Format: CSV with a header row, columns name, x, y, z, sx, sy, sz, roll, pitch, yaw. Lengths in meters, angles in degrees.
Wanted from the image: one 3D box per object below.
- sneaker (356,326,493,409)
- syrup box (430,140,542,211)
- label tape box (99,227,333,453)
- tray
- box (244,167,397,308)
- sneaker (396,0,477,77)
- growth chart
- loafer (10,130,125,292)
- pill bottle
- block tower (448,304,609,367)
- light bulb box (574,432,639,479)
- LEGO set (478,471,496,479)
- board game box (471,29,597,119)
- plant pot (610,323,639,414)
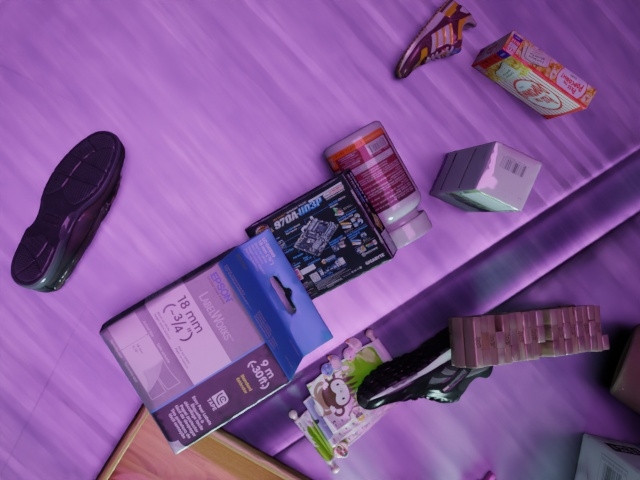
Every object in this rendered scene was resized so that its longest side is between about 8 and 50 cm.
name,x,y,z,sx,sy,sz,roll,pitch,yaw
sneaker,0.207,0.266,1.461,0.283,0.107,0.124,-26,102,-17
syrup box,0.290,-0.110,1.411,0.093,0.237,0.096,24,88,-10
label tape box,-0.165,0.161,1.330,0.334,0.106,0.240,-31,96,-9
tray,-0.181,0.461,1.419,0.411,0.076,0.202,32,85,-10
box,0.000,0.000,1.405,0.220,0.051,0.175,-29,97,21
sneaker,0.220,-0.367,1.479,0.084,0.069,0.185,38,85,-4
growth chart,0.055,0.298,1.485,0.237,0.021,0.172,-43,99,-9
loafer,-0.428,-0.048,1.368,0.109,0.095,0.302,25,81,20
pill bottle,0.108,-0.098,1.437,0.121,0.121,0.221,-30,96,-9
block tower,0.385,0.173,1.457,0.336,0.091,0.097,0,84,-31
light bulb box,0.678,0.527,1.405,0.361,0.358,0.225,12,89,1
LEGO set,0.402,0.531,1.520,0.227,0.087,0.093,38,85,-10
board game box,0.398,-0.307,1.474,0.193,0.147,0.045,32,85,-9
plant pot,0.691,0.267,1.497,0.229,0.263,0.263,21,87,19
